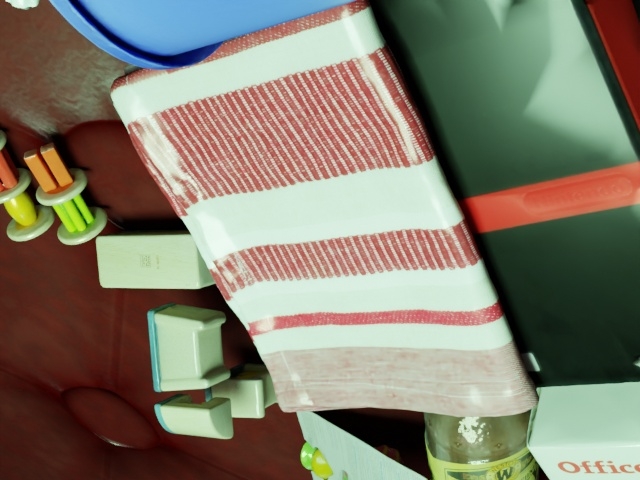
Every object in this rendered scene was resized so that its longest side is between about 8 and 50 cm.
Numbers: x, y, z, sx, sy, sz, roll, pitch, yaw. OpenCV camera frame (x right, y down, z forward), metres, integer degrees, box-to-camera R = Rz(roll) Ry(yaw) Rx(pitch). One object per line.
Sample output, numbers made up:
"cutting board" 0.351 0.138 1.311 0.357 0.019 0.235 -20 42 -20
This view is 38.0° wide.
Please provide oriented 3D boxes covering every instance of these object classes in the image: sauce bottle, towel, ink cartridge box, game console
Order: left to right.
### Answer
"towel" 0.000 0.000 0.686 0.237 0.037 0.329 -8 119 37
"game console" 0.068 -0.031 0.682 0.386 0.060 0.342 -11 118 40
"sauce bottle" 0.153 0.193 0.891 0.111 0.111 0.344 7 135 22
"ink cartridge box" 0.333 0.212 0.810 0.207 0.117 0.283 -12 127 38

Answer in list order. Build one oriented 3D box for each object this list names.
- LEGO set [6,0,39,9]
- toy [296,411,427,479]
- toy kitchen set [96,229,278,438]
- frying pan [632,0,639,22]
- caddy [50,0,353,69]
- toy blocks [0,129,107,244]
"LEGO set" -0.328 -0.251 0.653 0.287 0.132 0.107 5 135 -9
"toy" 0.065 0.264 1.009 0.237 0.056 0.137 13 121 53
"toy kitchen set" -0.125 0.086 0.968 0.122 0.166 0.207 0 97 28
"frying pan" 0.224 -0.052 0.642 0.197 0.053 0.326 36 137 -9
"caddy" -0.086 -0.250 0.442 0.179 0.241 0.341 -5 131 24
"toy blocks" -0.285 -0.068 0.890 0.123 0.054 0.148 3 135 27
